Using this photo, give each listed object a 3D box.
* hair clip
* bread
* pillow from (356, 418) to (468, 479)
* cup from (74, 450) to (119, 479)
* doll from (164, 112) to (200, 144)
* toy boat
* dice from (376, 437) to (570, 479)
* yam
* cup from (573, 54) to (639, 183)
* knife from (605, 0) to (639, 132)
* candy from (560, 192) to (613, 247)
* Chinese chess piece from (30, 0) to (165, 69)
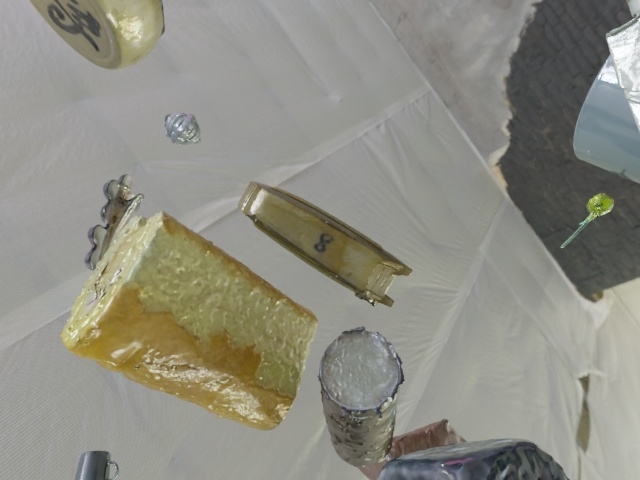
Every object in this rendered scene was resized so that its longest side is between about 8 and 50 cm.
[{"bbox_3d":[-0.498,-0.038,1.122,0.075,0.146,0.257,18,-101,5],"label":"hair clip"},{"bbox_3d":[-0.185,0.146,0.751,0.375,0.165,0.237,39,-118,-35],"label":"bread"},{"bbox_3d":[0.204,0.443,0.886,0.223,0.236,0.084,46,-156,-16],"label":"pillow"},{"bbox_3d":[-0.528,0.547,1.098,0.100,0.078,0.077,-7,-127,-2],"label":"cup"},{"bbox_3d":[-0.319,-0.250,1.053,0.094,0.180,0.079,38,-101,-24],"label":"doll"},{"bbox_3d":[0.000,0.000,0.557,0.226,0.068,0.088,31,-175,7],"label":"toy boat"},{"bbox_3d":[0.184,0.341,0.546,0.182,0.183,0.182,8,-117,-33],"label":"dice"},{"bbox_3d":[0.063,0.264,0.732,0.131,0.280,0.131,-3,-133,3],"label":"yam"},{"bbox_3d":[0.498,-0.128,0.536,0.205,0.205,0.312,-1,-149,-45],"label":"cup"},{"bbox_3d":[0.237,-0.156,0.342,0.017,0.047,0.298,-2,-103,-53],"label":"knife"},{"bbox_3d":[0.434,-0.029,0.760,0.035,0.035,0.123,44,-97,-2],"label":"candy"},{"bbox_3d":[-0.371,-0.402,0.732,0.257,0.257,0.104,45,-114,-12],"label":"Chinese chess piece"}]
